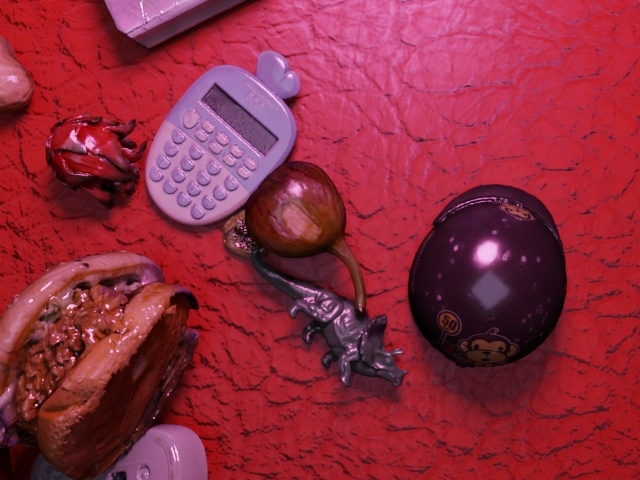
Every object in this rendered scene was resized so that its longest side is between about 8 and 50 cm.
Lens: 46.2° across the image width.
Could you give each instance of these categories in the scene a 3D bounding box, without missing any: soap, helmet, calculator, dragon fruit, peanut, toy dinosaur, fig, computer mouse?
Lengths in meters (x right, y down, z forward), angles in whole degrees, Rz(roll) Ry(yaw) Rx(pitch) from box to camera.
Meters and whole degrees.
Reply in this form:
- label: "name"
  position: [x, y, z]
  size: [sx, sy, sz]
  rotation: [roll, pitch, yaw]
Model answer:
- label: "soap"
  position: [-0.204, -0.410, 1.139]
  size: [0.261, 0.094, 0.150]
  rotation: [-25, 89, 4]
- label: "helmet"
  position: [0.248, 0.053, 1.074]
  size: [0.230, 0.160, 0.279]
  rotation: [18, 93, 6]
- label: "calculator"
  position: [-0.146, -0.158, 1.162]
  size: [0.188, 0.042, 0.303]
  rotation: [42, 94, 4]
- label: "dragon fruit"
  position: [-0.347, -0.128, 1.147]
  size: [0.142, 0.130, 0.121]
  rotation: [12, 58, 5]
- label: "peanut"
  position: [-0.541, -0.289, 1.172]
  size: [0.228, 0.085, 0.104]
  rotation: [42, 86, 5]
- label: "toy dinosaur"
  position: [0.003, 0.130, 1.136]
  size: [0.292, 0.079, 0.120]
  rotation: [28, 87, 3]
- label: "fig"
  position: [0.000, 0.000, 1.098]
  size: [0.149, 0.149, 0.245]
  rotation: [-43, 87, 3]
- label: "computer mouse"
  position: [-0.305, 0.370, 1.147]
  size: [0.288, 0.097, 0.159]
  rotation: [-16, 67, 13]

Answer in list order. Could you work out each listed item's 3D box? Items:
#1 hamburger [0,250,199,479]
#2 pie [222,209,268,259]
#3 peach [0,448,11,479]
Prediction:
- label: "hamburger"
  position: [-0.317, 0.163, 1.038]
  size: [0.195, 0.277, 0.318]
  rotation: [32, 80, 17]
- label: "pie"
  position: [-0.112, -0.010, 1.169]
  size: [0.084, 0.021, 0.084]
  rotation: [0, 90, 4]
- label: "peach"
  position: [-0.634, 0.321, 1.063]
  size: [0.406, 0.310, 0.335]
  rotation: [35, 56, 10]
